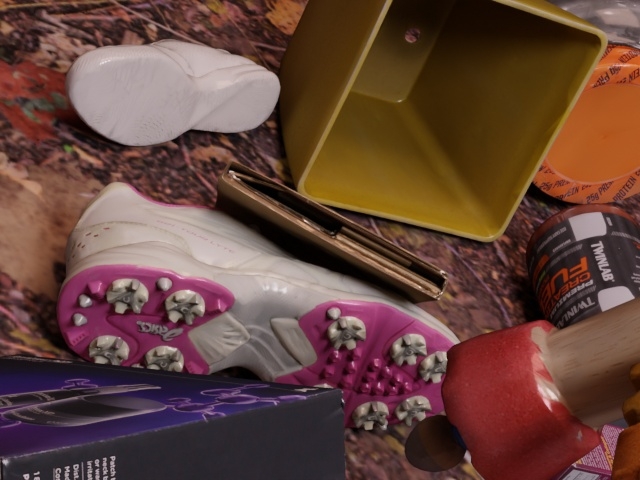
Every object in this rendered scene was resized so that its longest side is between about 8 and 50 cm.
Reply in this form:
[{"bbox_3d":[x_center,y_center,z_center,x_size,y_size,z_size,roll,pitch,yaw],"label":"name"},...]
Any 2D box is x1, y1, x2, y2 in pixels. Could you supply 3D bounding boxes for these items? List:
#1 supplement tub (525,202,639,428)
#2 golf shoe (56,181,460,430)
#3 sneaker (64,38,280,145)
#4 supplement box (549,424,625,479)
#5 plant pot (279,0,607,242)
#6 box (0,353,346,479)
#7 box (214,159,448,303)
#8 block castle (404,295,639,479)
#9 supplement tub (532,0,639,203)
[{"bbox_3d":[0.240,0.067,1.204,0.106,0.106,0.198,18,36,-24],"label":"supplement tub"},{"bbox_3d":[-0.031,0.038,1.005,0.306,0.115,0.140,19,33,-25],"label":"golf shoe"},{"bbox_3d":[-0.134,-0.130,1.170,0.094,0.080,0.212,41,25,31],"label":"sneaker"},{"bbox_3d":[0.204,0.169,1.102,0.083,0.043,0.055,17,38,-26],"label":"supplement box"},{"bbox_3d":[0.080,-0.152,1.265,0.212,0.212,0.187,13,27,-29],"label":"plant pot"},{"bbox_3d":[-0.141,0.118,0.681,0.184,0.261,0.103,-2,92,-45],"label":"box"},{"bbox_3d":[0.000,0.000,1.036,0.164,0.021,0.201,28,-6,-3],"label":"box"},{"bbox_3d":[0.197,0.273,0.700,0.453,0.213,0.303,54,32,-16],"label":"block castle"},{"bbox_3d":[0.251,-0.203,1.457,0.207,0.207,0.338,20,37,-21],"label":"supplement tub"}]
